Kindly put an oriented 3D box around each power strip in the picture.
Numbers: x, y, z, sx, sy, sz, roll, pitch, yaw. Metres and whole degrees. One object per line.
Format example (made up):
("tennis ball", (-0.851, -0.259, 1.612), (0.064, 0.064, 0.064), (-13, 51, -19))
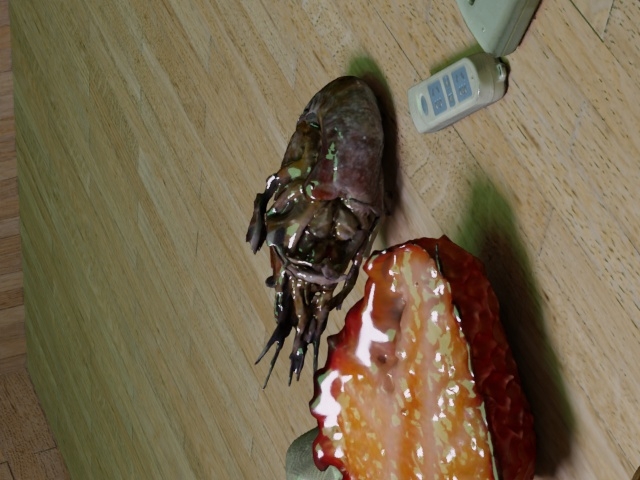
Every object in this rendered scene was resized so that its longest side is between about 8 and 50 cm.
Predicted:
("power strip", (0.119, -0.132, 1.535), (0.191, 0.030, 0.048), (157, 98, -70))

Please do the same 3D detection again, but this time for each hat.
("hat", (0.019, 0.253, 1.816), (0.252, 0.110, 0.252), (-20, -90, -82))

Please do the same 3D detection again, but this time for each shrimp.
("shrimp", (0.002, 0.000, 1.743), (0.145, 0.116, 0.343), (17, 97, 51))

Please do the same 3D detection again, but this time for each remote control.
("remote control", (0.155, -0.246, 1.344), (0.233, 0.038, 0.098), (111, 140, -60))

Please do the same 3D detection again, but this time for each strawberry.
("strawberry", (0.106, 0.139, 1.607), (0.253, 0.150, 0.280), (-15, 87, 50))

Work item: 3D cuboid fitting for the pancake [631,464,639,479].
("pancake", (0.299, 0.226, 1.259), (0.257, 0.056, 0.212), (98, 151, -47))
